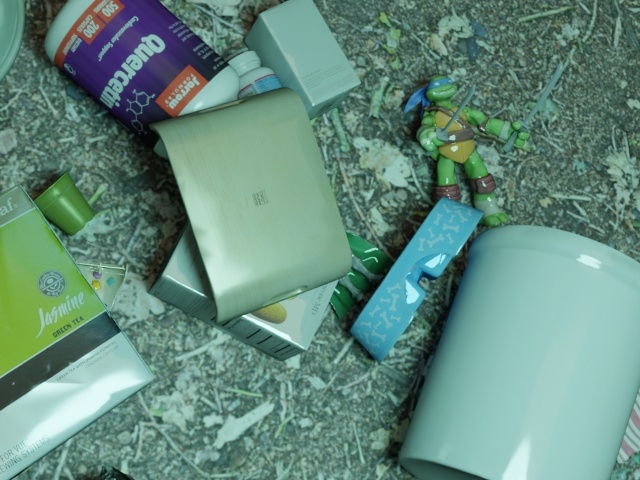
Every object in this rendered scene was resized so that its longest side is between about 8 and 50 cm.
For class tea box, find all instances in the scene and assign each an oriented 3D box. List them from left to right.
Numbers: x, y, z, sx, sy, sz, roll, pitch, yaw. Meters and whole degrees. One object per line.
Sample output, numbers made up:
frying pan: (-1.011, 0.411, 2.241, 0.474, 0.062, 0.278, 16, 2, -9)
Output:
tea box: (-0.461, 0.158, 1.300, 0.329, 0.220, 0.323, -33, 89, -24)

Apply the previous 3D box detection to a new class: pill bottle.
pill bottle: (-0.254, -0.254, 1.504, 0.323, 0.181, 0.181, 41, 67, -5)
pill bottle: (-0.097, -0.229, 1.604, 0.087, 0.087, 0.160, -28, 86, -24)

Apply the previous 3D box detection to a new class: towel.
towel: (0.564, 0.285, 1.730, 0.197, 0.029, 0.144, -30, 86, -24)

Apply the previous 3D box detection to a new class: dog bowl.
dog bowl: (0.151, 0.057, 1.557, 0.074, 0.166, 0.297, 35, 87, 6)

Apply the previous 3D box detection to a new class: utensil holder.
utensil holder: (0.325, 0.219, 1.507, 0.327, 0.327, 0.385, 29, 70, -10)

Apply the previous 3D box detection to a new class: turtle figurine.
turtle figurine: (0.260, -0.147, 1.628, 0.198, 0.274, 0.266, -27, 111, -54)

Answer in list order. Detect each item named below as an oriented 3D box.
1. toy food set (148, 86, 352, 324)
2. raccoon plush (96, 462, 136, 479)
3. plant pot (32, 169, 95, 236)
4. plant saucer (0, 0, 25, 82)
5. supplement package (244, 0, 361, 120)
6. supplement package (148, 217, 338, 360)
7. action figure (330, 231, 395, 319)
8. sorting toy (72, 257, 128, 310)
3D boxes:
toy food set: (-0.100, -0.056, 1.416, 0.219, 0.092, 0.306, -19, 92, -22)
raccoon plush: (-0.242, 0.520, 1.300, 0.446, 0.216, 0.299, 37, 75, -7)
plant pot: (-0.385, -0.051, 1.466, 0.079, 0.083, 0.083, 49, 66, -14)
plant saucer: (-0.647, -0.367, 1.443, 0.400, 0.100, 0.400, 5, 75, -18)
supplement package: (-0.032, -0.304, 1.638, 0.105, 0.105, 0.179, -29, 87, -23)
supplement package: (-0.118, 0.067, 1.492, 0.244, 0.134, 0.139, 28, 69, -10)
action figure: (0.000, 0.000, 1.595, 0.232, 0.063, 0.137, 44, 69, 0)
sorting toy: (-0.339, 0.069, 1.466, 0.083, 0.045, 0.075, 8, 80, -18)
